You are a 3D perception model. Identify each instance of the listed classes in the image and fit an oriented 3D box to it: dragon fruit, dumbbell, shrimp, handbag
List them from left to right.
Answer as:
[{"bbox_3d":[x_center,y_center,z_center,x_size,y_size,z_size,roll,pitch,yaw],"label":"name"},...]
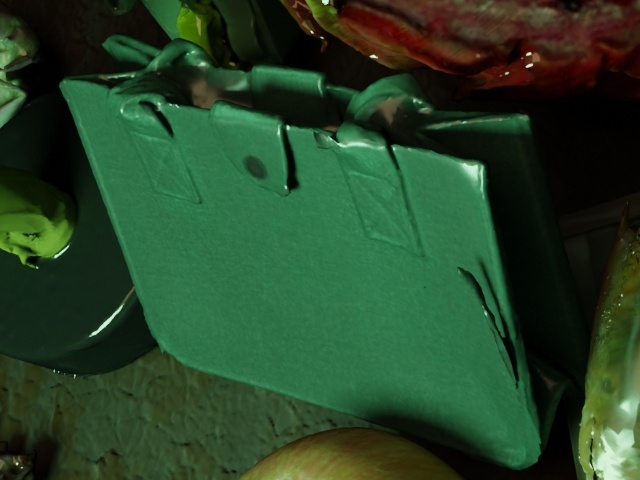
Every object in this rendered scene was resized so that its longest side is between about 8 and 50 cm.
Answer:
[{"bbox_3d":[-0.235,-0.036,1.148,0.204,0.322,0.203,-10,70,30],"label":"dumbbell"},{"bbox_3d":[0.000,0.001,1.033,0.326,0.238,0.089,16,49,40],"label":"handbag"},{"bbox_3d":[0.130,-0.173,0.970,0.330,0.302,0.240,30,136,14],"label":"dragon fruit"},{"bbox_3d":[0.230,0.071,0.952,0.173,0.058,0.253,14,83,15],"label":"shrimp"}]

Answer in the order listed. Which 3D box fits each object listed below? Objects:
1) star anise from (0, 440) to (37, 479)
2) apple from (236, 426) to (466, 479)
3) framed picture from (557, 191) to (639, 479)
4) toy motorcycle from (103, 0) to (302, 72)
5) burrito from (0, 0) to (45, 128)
[{"bbox_3d":[-0.255,0.204,1.255,0.168,0.057,0.168,-16,66,38],"label":"star anise"},{"bbox_3d":[0.018,0.212,1.014,0.209,0.164,0.209,-18,58,31],"label":"apple"},{"bbox_3d":[0.241,0.095,0.994,0.213,0.016,0.289,-18,67,27],"label":"framed picture"},{"bbox_3d":[-0.091,-0.268,1.183,0.191,0.326,0.200,-6,37,41],"label":"toy motorcycle"},{"bbox_3d":[-0.301,-0.083,1.352,0.144,0.089,0.229,45,102,19],"label":"burrito"}]
